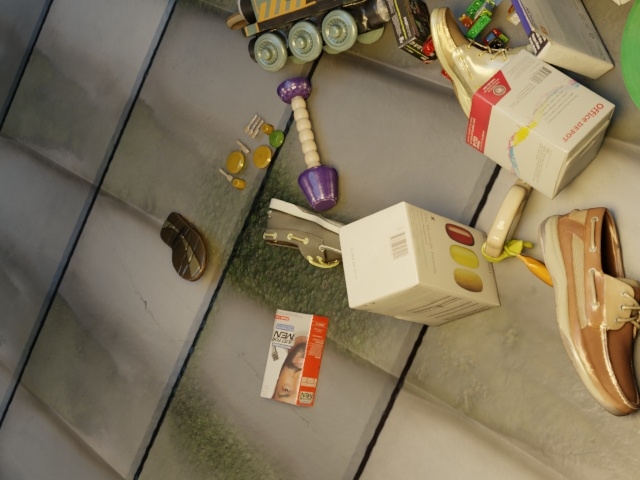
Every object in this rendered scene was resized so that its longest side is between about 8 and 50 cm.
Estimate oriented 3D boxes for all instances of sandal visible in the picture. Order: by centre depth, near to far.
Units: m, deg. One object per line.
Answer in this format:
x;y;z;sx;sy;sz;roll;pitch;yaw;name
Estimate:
-0.123;-0.468;2.129;0.180;0.072;0.049;-16;84;37;sandal
-0.277;0.014;2.140;0.090;0.060;0.219;-55;37;7;sandal

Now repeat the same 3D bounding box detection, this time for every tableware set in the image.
-0.138;-0.175;2.093;0.104;0.024;0.154;43;105;35;tableware set

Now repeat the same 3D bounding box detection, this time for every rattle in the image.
0.348;-0.045;1.626;0.143;0.130;0.199;17;63;30;rattle

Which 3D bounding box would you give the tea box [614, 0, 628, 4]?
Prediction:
0.447;-0.567;1.480;0.324;0.220;0.329;-33;47;-5;tea box

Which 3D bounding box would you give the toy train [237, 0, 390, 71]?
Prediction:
-0.018;-0.444;1.953;0.334;0.142;0.190;-9;102;39;toy train

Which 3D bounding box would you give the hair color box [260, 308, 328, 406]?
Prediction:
-0.048;0.217;1.894;0.093;0.053;0.167;5;83;40;hair color box

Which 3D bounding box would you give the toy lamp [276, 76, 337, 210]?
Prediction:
-0.021;-0.186;1.962;0.080;0.080;0.274;-29;62;31;toy lamp

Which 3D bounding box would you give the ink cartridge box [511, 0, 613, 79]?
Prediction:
0.346;-0.372;1.607;0.045;0.224;0.223;-39;56;36;ink cartridge box

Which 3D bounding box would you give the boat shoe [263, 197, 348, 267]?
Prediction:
0.003;0.001;1.876;0.305;0.109;0.091;23;94;47;boat shoe

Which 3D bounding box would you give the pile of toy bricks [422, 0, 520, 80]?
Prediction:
0.273;-0.386;1.769;0.212;0.118;0.105;-45;15;35;pile of toy bricks

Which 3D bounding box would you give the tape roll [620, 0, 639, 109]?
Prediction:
0.601;-0.288;1.472;0.321;0.077;0.321;-11;72;38;tape roll

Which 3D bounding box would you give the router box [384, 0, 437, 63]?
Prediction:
0.167;-0.390;1.848;0.038;0.092;0.122;-29;61;31;router box

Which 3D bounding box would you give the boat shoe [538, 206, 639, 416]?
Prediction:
0.417;0.094;1.499;0.116;0.123;0.324;-25;65;30;boat shoe

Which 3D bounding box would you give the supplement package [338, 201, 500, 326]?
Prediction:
0.162;0.044;1.638;0.134;0.244;0.139;-22;66;35;supplement package

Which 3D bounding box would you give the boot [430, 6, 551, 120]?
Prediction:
0.286;-0.309;1.684;0.165;0.077;0.213;-15;112;35;boot

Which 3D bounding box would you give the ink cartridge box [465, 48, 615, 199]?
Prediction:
0.337;-0.178;1.573;0.176;0.127;0.128;38;64;23;ink cartridge box
